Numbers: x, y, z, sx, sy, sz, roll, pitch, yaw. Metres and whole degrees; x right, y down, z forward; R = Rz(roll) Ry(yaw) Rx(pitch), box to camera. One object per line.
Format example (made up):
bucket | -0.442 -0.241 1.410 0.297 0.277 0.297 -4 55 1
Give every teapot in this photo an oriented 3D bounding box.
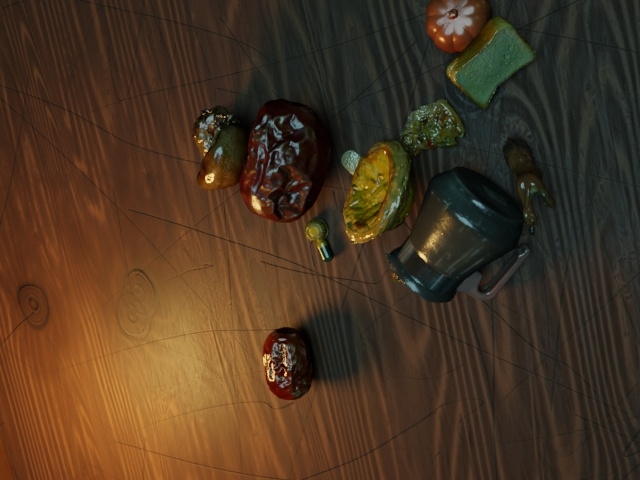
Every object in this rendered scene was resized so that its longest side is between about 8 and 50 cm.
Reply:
teapot | 0.412 0.012 1.738 0.376 0.305 0.361 27 120 -13

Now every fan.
fan | 0.000 0.000 2.009 0.082 0.039 0.155 -25 90 24

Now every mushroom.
mushroom | -0.325 -0.304 1.975 0.195 0.263 0.283 0 122 0

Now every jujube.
jujube | -0.113 -0.250 1.881 0.277 0.276 0.376 25 114 16
jujube | -0.116 0.431 2.064 0.174 0.174 0.250 1 104 22

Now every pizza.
pizza | 0.320 -0.338 1.805 0.226 0.069 0.147 -14 96 23

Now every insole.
insole | 0.161 -0.196 1.924 0.248 0.011 0.081 47 113 9

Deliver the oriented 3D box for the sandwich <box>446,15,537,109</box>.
sandwich | 0.477 -0.497 1.660 0.215 0.186 0.065 -43 43 20

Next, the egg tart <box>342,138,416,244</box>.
egg tart | 0.188 -0.140 1.801 0.129 0.341 0.341 17 111 -27

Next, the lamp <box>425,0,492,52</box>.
lamp | 0.388 -0.627 1.673 0.188 0.164 0.187 5 102 24

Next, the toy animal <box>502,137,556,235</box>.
toy animal | 0.567 -0.172 1.637 0.097 0.312 0.157 -25 119 23

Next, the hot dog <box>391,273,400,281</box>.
hot dog | 0.263 0.080 1.919 0.049 0.037 0.122 17 107 15
